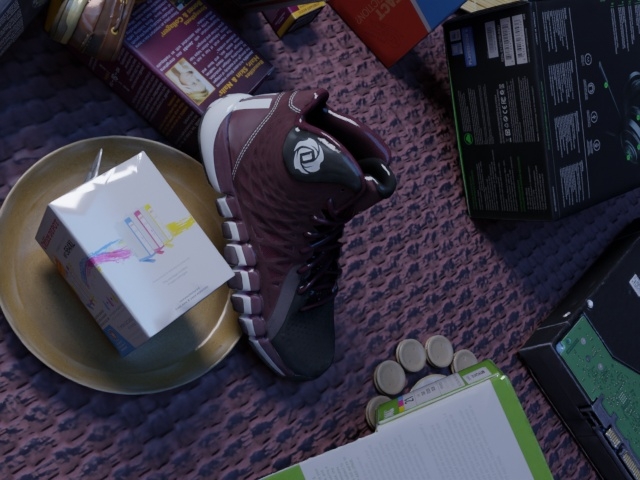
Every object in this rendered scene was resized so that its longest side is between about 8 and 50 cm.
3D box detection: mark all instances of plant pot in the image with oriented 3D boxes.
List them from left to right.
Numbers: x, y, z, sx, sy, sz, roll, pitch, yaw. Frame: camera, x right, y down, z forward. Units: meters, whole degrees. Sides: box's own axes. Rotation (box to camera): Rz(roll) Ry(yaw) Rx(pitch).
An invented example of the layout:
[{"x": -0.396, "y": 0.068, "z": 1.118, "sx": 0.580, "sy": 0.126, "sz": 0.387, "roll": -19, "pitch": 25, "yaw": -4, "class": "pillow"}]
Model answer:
[{"x": -0.170, "y": 0.020, "z": 0.635, "sx": 0.236, "sy": 0.032, "sz": 0.236, "roll": 10, "pitch": 69, "yaw": -28, "class": "plant pot"}]

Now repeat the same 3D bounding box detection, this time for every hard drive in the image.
[{"x": 0.423, "y": 0.138, "z": 0.922, "sx": 0.339, "sy": 0.064, "sz": 0.237, "roll": -37, "pitch": 94, "yaw": -35, "class": "hard drive"}]

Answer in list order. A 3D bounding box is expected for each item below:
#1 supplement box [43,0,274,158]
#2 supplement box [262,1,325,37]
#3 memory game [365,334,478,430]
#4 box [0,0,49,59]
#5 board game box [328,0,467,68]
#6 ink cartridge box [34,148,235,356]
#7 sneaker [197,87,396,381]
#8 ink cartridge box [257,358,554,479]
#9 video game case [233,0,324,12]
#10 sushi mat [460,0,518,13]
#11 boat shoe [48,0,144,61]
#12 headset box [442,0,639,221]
[{"x": -0.155, "y": -0.187, "z": 0.684, "sx": 0.188, "sy": 0.081, "sz": 0.104, "roll": 42, "pitch": 58, "yaw": -10, "class": "supplement box"}, {"x": -0.043, "y": -0.285, "z": 0.807, "sx": 0.055, "sy": 0.043, "sz": 0.083, "roll": -38, "pitch": 94, "yaw": -33, "class": "supplement box"}, {"x": 0.127, "y": 0.194, "z": 0.760, "sx": 0.186, "sy": 0.012, "sz": 0.186, "roll": 10, "pitch": 68, "yaw": -27, "class": "memory game"}, {"x": -0.371, "y": -0.247, "z": 0.509, "sx": 0.318, "sy": 0.097, "sz": 0.395, "roll": 35, "pitch": 76, "yaw": -14, "class": "box"}, {"x": 0.050, "y": -0.377, "z": 0.775, "sx": 0.316, "sy": 0.242, "sz": 0.064, "roll": 46, "pitch": 58, "yaw": -9, "class": "board game box"}, {"x": -0.158, "y": 0.006, "z": 0.572, "sx": 0.090, "sy": 0.092, "sz": 0.143, "roll": -38, "pitch": 93, "yaw": -33, "class": "ink cartridge box"}, {"x": 0.000, "y": 0.000, "z": 0.619, "sx": 0.106, "sy": 0.162, "sz": 0.281, "roll": -39, "pitch": 117, "yaw": -53, "class": "sneaker"}, {"x": 0.088, "y": 0.250, "z": 0.666, "sx": 0.255, "sy": 0.097, "sz": 0.189, "roll": -24, "pitch": 88, "yaw": 5, "class": "ink cartridge box"}, {"x": -0.128, "y": -0.320, "z": 0.644, "sx": 0.285, "sy": 0.204, "sz": 0.025, "roll": 38, "pitch": 84, "yaw": -31, "class": "video game case"}, {"x": 0.161, "y": -0.399, "z": 0.980, "sx": 0.316, "sy": 0.019, "sz": 0.151, "roll": 17, "pitch": 67, "yaw": -24, "class": "sushi mat"}, {"x": -0.168, "y": -0.231, "z": 0.609, "sx": 0.060, "sy": 0.064, "sz": 0.178, "roll": 30, "pitch": 68, "yaw": -23, "class": "boat shoe"}, {"x": 0.311, "y": -0.176, "z": 0.879, "sx": 0.283, "sy": 0.131, "sz": 0.246, "roll": -19, "pitch": 105, "yaw": -33, "class": "headset box"}]
